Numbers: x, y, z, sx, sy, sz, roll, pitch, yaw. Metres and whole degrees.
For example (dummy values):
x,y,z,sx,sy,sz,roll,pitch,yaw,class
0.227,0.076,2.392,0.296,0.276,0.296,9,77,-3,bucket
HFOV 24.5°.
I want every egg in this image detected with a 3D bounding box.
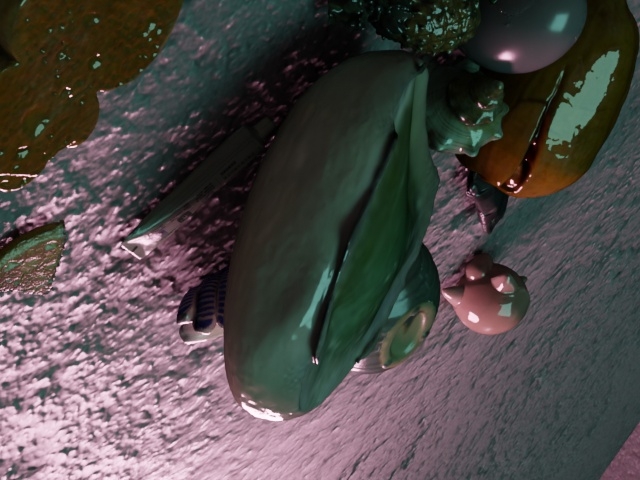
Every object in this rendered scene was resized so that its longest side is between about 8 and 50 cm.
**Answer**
x,y,z,sx,sy,sz,roll,pitch,yaw,class
0.230,-0.269,1.724,0.146,0.146,0.198,-37,-167,-18,egg

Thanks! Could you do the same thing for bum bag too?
x,y,z,sx,sy,sz,roll,pitch,yaw,class
0.245,-0.076,2.166,0.087,0.049,0.198,-65,158,-17,bum bag

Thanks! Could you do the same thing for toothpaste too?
x,y,z,sx,sy,sz,roll,pitch,yaw,class
-0.134,-0.061,1.647,0.218,0.041,0.064,-43,159,0,toothpaste

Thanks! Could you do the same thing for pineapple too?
x,y,z,sx,sy,sz,roll,pitch,yaw,class
0.086,-0.257,1.632,0.197,0.108,0.108,-6,134,-39,pineapple

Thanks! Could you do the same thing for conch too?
x,y,z,sx,sy,sz,roll,pitch,yaw,class
0.154,-0.174,1.812,0.114,0.234,0.137,28,87,-30,conch

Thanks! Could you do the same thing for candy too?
x,y,z,sx,sy,sz,roll,pitch,yaw,class
0.000,0.000,1.665,0.386,0.186,0.427,86,24,-62,candy

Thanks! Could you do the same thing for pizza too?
x,y,z,sx,sy,sz,roll,pitch,yaw,class
-0.314,0.023,1.516,0.099,0.029,0.100,-15,138,-34,pizza

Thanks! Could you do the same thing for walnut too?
x,y,z,sx,sy,sz,roll,pitch,yaw,class
0.296,-0.208,1.884,0.209,0.209,0.336,-8,134,-51,walnut

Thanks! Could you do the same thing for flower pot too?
x,y,z,sx,sy,sz,roll,pitch,yaw,class
0.070,0.079,2.003,0.189,0.157,0.243,-35,153,-25,flower pot

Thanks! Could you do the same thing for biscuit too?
x,y,z,sx,sy,sz,roll,pitch,yaw,class
-0.234,-0.170,1.337,0.289,0.044,0.202,-53,152,17,biscuit

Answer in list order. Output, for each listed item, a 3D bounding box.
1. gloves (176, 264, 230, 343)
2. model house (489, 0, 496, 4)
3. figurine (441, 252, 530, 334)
x,y,z,sx,sy,sz,roll,pitch,yaw,class
-0.096,0.077,1.827,0.229,0.097,0.119,-16,145,-56,gloves
0.245,-0.389,1.415,0.300,0.324,0.340,-41,126,3,model house
0.272,0.089,2.364,0.125,0.125,0.138,-47,141,2,figurine
